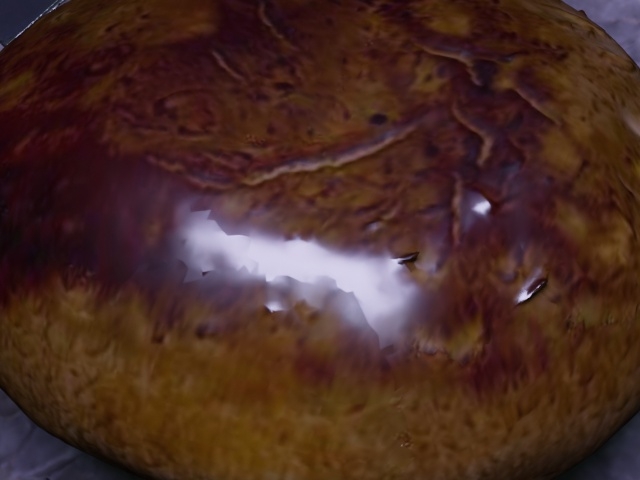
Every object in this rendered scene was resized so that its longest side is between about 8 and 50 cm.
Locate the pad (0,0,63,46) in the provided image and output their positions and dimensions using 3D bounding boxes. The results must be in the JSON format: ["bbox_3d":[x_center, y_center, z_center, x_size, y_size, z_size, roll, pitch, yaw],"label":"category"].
[{"bbox_3d":[-0.213,-0.235,0.875,0.243,0.004,0.163,38,75,20],"label":"pad"}]

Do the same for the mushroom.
[{"bbox_3d":[0.002,-0.018,0.645,0.345,0.239,0.345,10,58,-17],"label":"mushroom"}]
